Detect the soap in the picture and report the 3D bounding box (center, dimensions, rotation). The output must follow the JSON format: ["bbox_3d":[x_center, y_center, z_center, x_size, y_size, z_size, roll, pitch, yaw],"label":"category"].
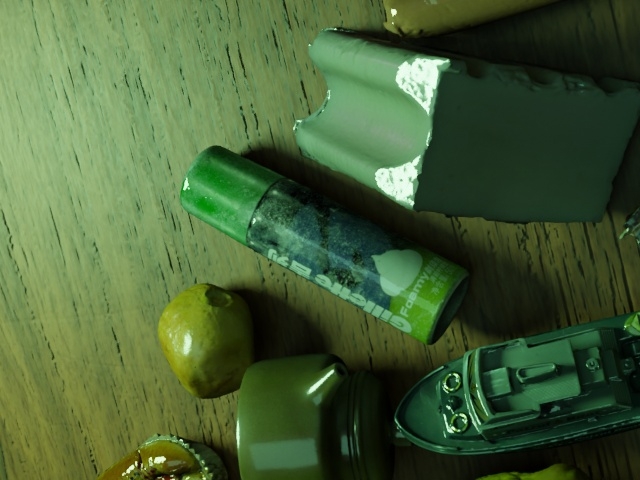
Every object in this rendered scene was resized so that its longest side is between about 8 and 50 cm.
[{"bbox_3d":[0.145,-0.125,1.160,0.302,0.258,0.158,-140,55,-63],"label":"soap"}]

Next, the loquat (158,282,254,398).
[{"bbox_3d":[-0.131,0.121,1.304,0.137,0.113,0.137,32,131,46],"label":"loquat"}]

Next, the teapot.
[{"bbox_3d":[0.018,0.224,1.220,0.176,0.185,0.267,-5,135,14],"label":"teapot"}]

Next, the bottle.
[{"bbox_3d":[0.000,0.000,1.224,0.330,0.093,0.093,28,111,18],"label":"bottle"}]

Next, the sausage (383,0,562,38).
[{"bbox_3d":[0.194,-0.264,1.084,0.289,0.086,0.086,-11,96,26],"label":"sausage"}]

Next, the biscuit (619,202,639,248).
[{"bbox_3d":[0.385,-0.079,1.019,0.070,0.106,0.252,46,115,12],"label":"biscuit"}]

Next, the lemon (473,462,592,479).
[{"bbox_3d":[0.196,0.368,1.123,0.245,0.245,0.319,28,107,18],"label":"lemon"}]

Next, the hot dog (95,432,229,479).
[{"bbox_3d":[-0.226,0.345,1.411,0.144,0.075,0.268,47,117,9],"label":"hot dog"}]

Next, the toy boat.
[{"bbox_3d":[0.214,0.152,1.117,0.296,0.122,0.114,-15,61,15],"label":"toy boat"}]
